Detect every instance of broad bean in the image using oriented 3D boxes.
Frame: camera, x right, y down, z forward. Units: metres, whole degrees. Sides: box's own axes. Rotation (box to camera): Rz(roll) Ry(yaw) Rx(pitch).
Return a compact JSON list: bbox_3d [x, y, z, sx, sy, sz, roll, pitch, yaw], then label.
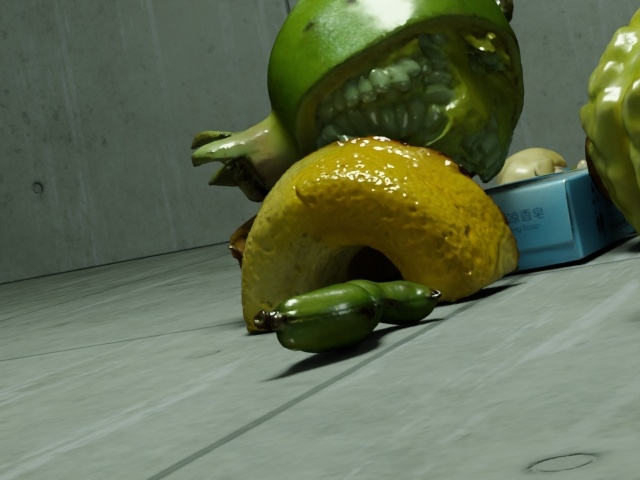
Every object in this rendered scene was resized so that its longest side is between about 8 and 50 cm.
[{"bbox_3d":[0.018,0.055,1.125,0.070,0.048,0.214,-11,0,32],"label":"broad bean"}]

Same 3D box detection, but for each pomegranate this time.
[{"bbox_3d":[0.039,-0.133,1.476,0.341,0.260,0.260,-21,3,0],"label":"pomegranate"}]

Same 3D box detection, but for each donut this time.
[{"bbox_3d":[0.028,-0.010,1.352,0.259,0.152,0.101,-13,9,25],"label":"donut"}]

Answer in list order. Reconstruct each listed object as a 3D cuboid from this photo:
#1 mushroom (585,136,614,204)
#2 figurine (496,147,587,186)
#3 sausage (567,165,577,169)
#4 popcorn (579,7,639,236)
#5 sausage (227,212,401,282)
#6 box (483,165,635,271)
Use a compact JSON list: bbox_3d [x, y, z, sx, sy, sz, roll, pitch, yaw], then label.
[{"bbox_3d":[0.348,-0.072,1.449,0.231,0.194,0.138,-22,-33,-52],"label":"mushroom"},{"bbox_3d":[0.282,-0.050,1.678,0.196,0.108,0.114,-1,4,36],"label":"figurine"},{"bbox_3d":[0.412,-0.074,1.936,0.372,0.082,0.082,-12,3,-28],"label":"sausage"},{"bbox_3d":[0.275,-0.087,0.944,0.206,0.251,0.237,-18,1,-14],"label":"popcorn"},{"bbox_3d":[0.003,0.005,1.569,0.112,0.112,0.328,-9,3,36],"label":"sausage"},{"bbox_3d":[0.217,-0.021,1.530,0.143,0.083,0.232,-11,2,26],"label":"box"}]
